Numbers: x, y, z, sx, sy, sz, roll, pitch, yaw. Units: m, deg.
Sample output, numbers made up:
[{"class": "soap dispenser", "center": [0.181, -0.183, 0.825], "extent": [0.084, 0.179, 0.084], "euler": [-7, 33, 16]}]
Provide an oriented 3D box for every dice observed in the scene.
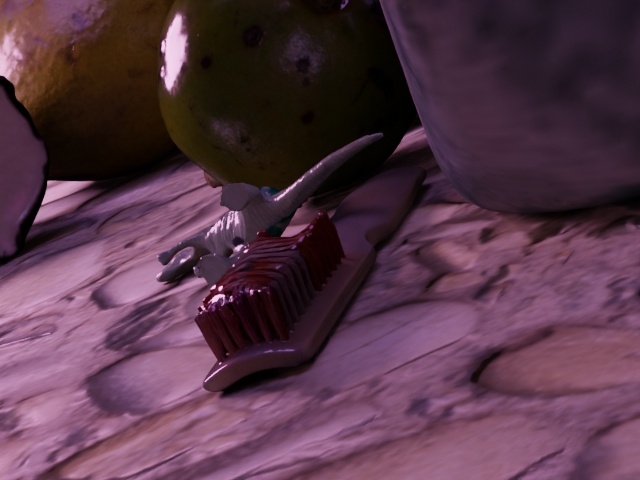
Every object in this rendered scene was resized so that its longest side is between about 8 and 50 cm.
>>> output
[{"class": "dice", "center": [0.183, -0.225, 0.875], "extent": [0.348, 0.328, 0.330], "euler": [-21, 13, 4]}]

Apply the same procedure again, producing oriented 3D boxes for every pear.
[{"class": "pear", "center": [-0.228, -0.186, 1.611], "extent": [0.321, 0.269, 0.269], "euler": [-39, 20, -32]}]

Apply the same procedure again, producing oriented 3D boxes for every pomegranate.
[{"class": "pomegranate", "center": [-0.027, -0.112, 1.137], "extent": [0.202, 0.202, 0.248], "euler": [-29, -14, -30]}]

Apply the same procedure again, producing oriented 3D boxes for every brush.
[{"class": "brush", "center": [0.000, 0.000, 0.891], "extent": [0.060, 0.050, 0.321], "euler": [-21, 11, 20]}]

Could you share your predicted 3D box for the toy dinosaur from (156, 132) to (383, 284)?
[{"class": "toy dinosaur", "center": [-0.033, -0.017, 0.997], "extent": [0.187, 0.044, 0.106], "euler": [-37, -6, 9]}]

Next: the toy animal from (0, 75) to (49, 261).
[{"class": "toy animal", "center": [-0.371, -0.051, 1.440], "extent": [0.187, 0.165, 0.235], "euler": [-21, 9, -38]}]

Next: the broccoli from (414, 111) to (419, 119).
[{"class": "broccoli", "center": [0.049, -0.151, 1.306], "extent": [0.154, 0.167, 0.160], "euler": [15, -8, 13]}]
